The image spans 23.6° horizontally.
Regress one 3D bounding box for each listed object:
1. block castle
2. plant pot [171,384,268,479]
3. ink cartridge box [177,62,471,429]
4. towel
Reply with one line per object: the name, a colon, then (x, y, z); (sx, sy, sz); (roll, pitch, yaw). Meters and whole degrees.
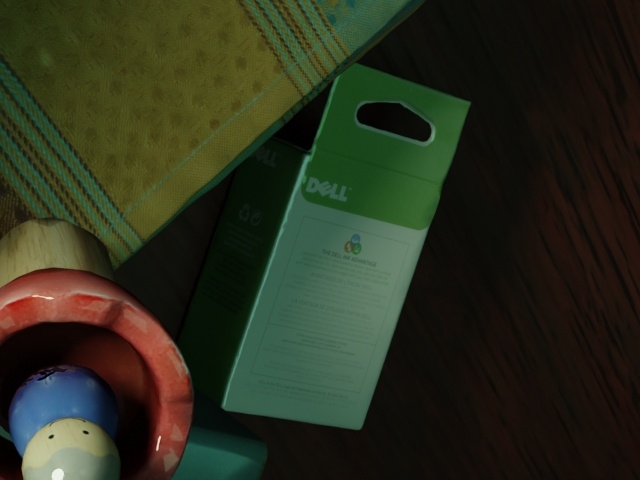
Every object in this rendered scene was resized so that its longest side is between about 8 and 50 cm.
block castle: (-0.256, 0.169, 0.544); (0.453, 0.213, 0.303); (-9, 107, -9)
plant pot: (-0.185, 0.121, 0.749); (0.234, 0.165, 0.165); (20, 94, -30)
ink cartridge box: (0.000, 0.000, 0.898); (0.109, 0.062, 0.209); (14, 97, -39)
towel: (-0.099, -0.152, 0.706); (0.370, 0.040, 0.271); (-45, 113, -28)
